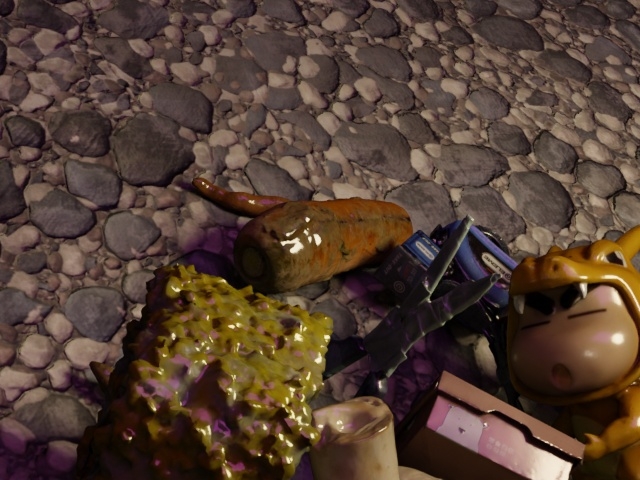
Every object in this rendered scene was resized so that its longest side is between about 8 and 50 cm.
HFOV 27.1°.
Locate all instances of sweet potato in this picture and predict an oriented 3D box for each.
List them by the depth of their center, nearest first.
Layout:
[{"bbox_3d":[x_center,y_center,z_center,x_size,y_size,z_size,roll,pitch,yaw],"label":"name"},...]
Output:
[{"bbox_3d":[-0.245,0.211,1.737,0.041,0.038,0.153,-41,81,-23],"label":"sweet potato"},{"bbox_3d":[-0.117,-0.061,2.085,0.179,0.044,0.044,11,43,-8],"label":"sweet potato"}]

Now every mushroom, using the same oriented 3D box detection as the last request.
[{"bbox_3d":[0.052,0.340,1.554,0.292,0.290,0.292,-4,29,2],"label":"mushroom"}]

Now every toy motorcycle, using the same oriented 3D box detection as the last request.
[{"bbox_3d":[0.267,0.120,2.040,0.358,0.125,0.212,43,42,8],"label":"toy motorcycle"}]

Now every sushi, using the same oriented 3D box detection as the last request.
[{"bbox_3d":[-0.157,0.248,1.474,0.240,0.396,0.351,23,21,-7],"label":"sushi"}]

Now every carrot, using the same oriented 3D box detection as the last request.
[{"bbox_3d":[0.000,0.000,2.025,0.302,0.138,0.138,-7,51,-45],"label":"carrot"}]

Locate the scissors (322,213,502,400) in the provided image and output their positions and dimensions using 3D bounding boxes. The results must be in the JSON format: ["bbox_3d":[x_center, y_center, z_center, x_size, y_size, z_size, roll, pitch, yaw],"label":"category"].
[{"bbox_3d":[0.095,0.125,1.758,0.029,0.383,0.256,12,38,-42],"label":"scissors"}]

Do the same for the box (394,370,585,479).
[{"bbox_3d":[0.206,0.293,1.756,0.215,0.215,0.086,27,55,-2],"label":"box"}]

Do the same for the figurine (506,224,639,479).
[{"bbox_3d":[0.400,0.189,1.860,0.268,0.401,0.387,-17,88,-2],"label":"figurine"}]
